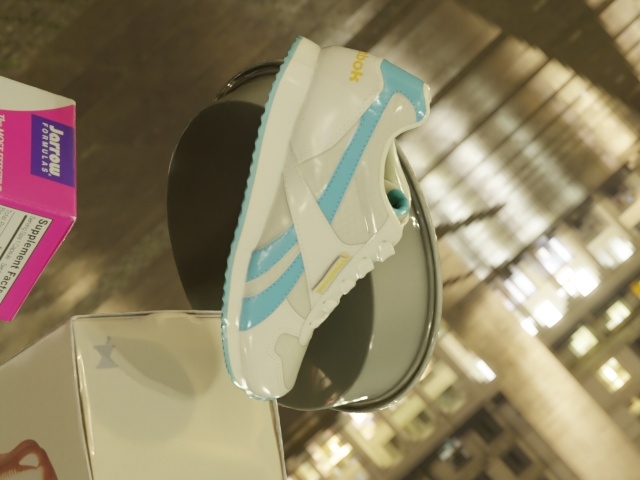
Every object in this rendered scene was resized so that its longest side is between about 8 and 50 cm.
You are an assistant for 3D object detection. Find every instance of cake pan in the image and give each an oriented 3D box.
[{"bbox_3d":[-0.026,0.006,1.191,0.054,0.293,0.293,-20,161,-37],"label":"cake pan"}]

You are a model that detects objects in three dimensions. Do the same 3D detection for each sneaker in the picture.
[{"bbox_3d":[0.000,0.000,0.882,0.087,0.092,0.228,-68,172,-63],"label":"sneaker"}]

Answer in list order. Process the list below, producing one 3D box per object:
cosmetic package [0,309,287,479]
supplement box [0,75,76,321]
[{"bbox_3d":[-0.168,0.153,1.077,0.153,0.129,0.296,1,160,-34],"label":"cosmetic package"},{"bbox_3d":[-0.270,-0.047,0.924,0.114,0.220,0.111,-50,-145,36],"label":"supplement box"}]
